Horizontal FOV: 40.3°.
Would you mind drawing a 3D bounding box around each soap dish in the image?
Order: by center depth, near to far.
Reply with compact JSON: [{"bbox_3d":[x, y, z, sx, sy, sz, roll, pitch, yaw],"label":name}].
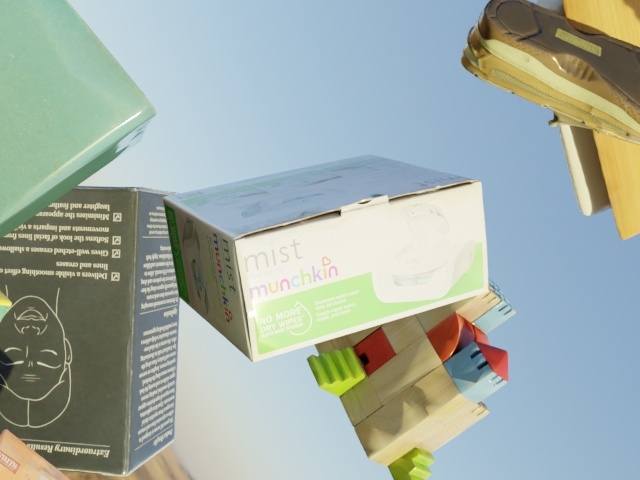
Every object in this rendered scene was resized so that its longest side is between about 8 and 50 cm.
[{"bbox_3d":[0.295,-0.174,0.791,0.118,0.291,0.228,-6,-59,30],"label":"soap dish"}]

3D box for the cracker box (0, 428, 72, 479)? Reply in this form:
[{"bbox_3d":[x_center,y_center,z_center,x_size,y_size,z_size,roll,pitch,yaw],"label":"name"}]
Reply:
[{"bbox_3d":[-0.381,0.333,0.998,0.156,0.232,0.067,45,25,-18],"label":"cracker box"}]

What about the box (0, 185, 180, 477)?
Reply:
[{"bbox_3d":[-0.376,0.117,1.280,0.212,0.294,0.395,0,93,-81],"label":"box"}]

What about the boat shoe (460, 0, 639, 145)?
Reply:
[{"bbox_3d":[0.194,-0.111,0.645,0.190,0.068,0.072,29,-34,0],"label":"boat shoe"}]

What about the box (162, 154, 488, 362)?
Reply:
[{"bbox_3d":[0.000,0.000,0.901,0.231,0.262,0.126,25,-55,61],"label":"box"}]

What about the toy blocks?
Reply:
[{"bbox_3d":[0.130,0.110,1.165,0.191,0.261,0.381,36,21,-49],"label":"toy blocks"}]

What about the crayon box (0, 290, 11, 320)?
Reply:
[{"bbox_3d":[-0.490,-0.012,0.706,0.313,0.106,0.363,38,8,25],"label":"crayon box"}]

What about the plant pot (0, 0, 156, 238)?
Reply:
[{"bbox_3d":[-0.251,-0.063,0.538,0.165,0.234,0.165,52,-12,-10],"label":"plant pot"}]
